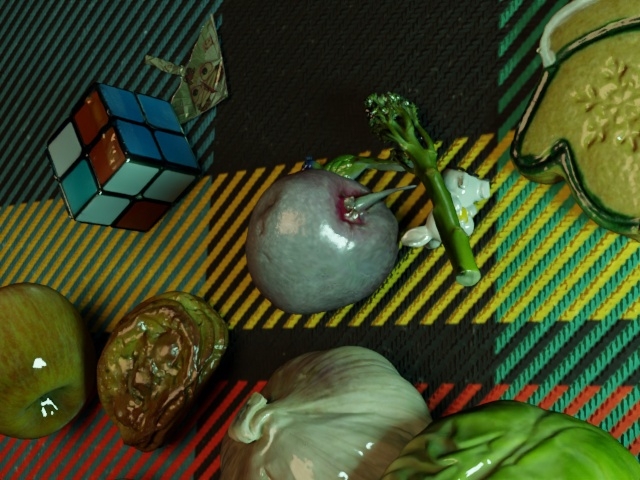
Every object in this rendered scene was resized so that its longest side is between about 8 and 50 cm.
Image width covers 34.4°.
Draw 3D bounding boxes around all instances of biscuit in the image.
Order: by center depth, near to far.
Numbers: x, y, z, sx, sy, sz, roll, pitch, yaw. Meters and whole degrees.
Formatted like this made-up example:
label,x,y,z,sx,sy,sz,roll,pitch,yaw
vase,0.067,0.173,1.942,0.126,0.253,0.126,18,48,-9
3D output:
label,x,y,z,sx,sy,sz,roll,pitch,yaw
biscuit,0.367,-0.162,1.308,0.287,0.057,0.343,-19,69,33

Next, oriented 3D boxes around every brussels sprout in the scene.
label,x,y,z,sx,sy,sz,roll,pitch,yaw
brussels sprout,0.194,0.340,1.161,0.289,0.355,0.281,20,122,46

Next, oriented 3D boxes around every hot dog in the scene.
label,x,y,z,sx,sy,sz,roll,pitch,yaw
hot dog,-0.267,0.218,1.681,0.196,0.122,0.272,44,106,28

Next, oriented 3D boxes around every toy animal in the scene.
label,x,y,z,sx,sy,sz,roll,pitch,yaw
toy animal,0.176,-0.039,1.421,0.085,0.071,0.124,19,92,38
toy animal,0.064,-0.092,1.541,0.217,0.041,0.075,2,80,34

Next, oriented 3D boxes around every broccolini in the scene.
label,x,y,z,sx,sy,sz,roll,pitch,yaw
broccolini,0.132,-0.071,1.394,0.079,0.074,0.392,-13,45,-1

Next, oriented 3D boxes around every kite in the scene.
label,x,y,z,sx,sy,sz,roll,pitch,yaw
kite,-0.238,-0.297,1.833,0.250,0.012,0.229,30,100,38

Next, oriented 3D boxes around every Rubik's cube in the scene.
label,x,y,z,sx,sy,sz,roll,pitch,yaw
Rubik's cube,-0.342,-0.140,1.776,0.180,0.167,0.183,-45,56,27

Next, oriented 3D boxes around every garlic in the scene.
label,x,y,z,sx,sy,sz,roll,pitch,yaw
garlic,-0.001,0.282,1.388,0.322,0.322,0.241,1,118,38

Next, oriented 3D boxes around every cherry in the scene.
label,x,y,z,sx,sy,sz,roll,pitch,yaw
cherry,0.000,0.000,1.466,0.266,0.213,0.183,-54,21,26

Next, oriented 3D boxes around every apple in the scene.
label,x,y,z,sx,sy,sz,roll,pitch,yaw
apple,-0.514,0.215,1.792,0.264,0.264,0.264,-9,75,36

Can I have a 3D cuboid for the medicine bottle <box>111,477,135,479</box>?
label,x,y,z,sx,sy,sz,roll,pitch,yaw
medicine bottle,-0.392,0.479,1.715,0.250,0.131,0.131,-21,68,33
